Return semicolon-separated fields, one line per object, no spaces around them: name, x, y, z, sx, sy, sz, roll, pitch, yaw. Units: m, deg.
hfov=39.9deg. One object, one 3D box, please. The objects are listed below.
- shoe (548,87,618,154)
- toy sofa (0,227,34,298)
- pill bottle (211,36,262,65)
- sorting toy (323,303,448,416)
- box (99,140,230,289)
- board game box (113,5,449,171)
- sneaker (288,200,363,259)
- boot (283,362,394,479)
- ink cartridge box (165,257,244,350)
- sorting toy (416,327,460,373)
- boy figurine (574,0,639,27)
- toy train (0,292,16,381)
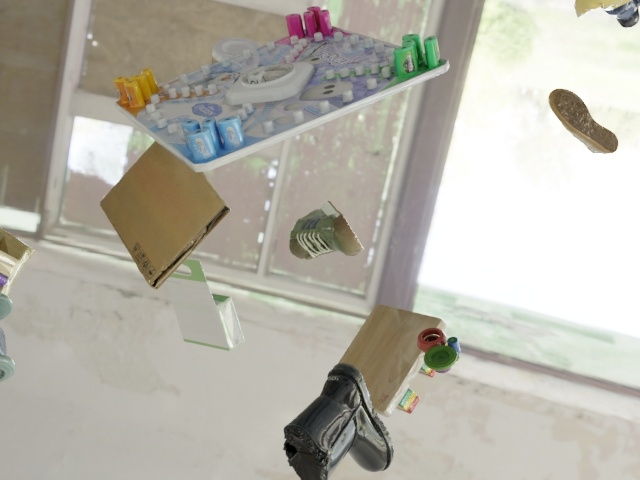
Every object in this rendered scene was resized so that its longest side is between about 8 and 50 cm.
shoe;0.572;-0.258;1.957;0.219;0.076;0.058;36;162;-24
toy sofa;-0.673;0.001;1.427;0.150;0.177;0.362;20;168;47
pill bottle;-0.153;-0.276;1.614;0.094;0.169;0.094;4;-140;-3
sorting toy;0.168;0.296;2.107;0.089;0.257;0.255;43;162;-28
box;-0.234;-0.051;1.305;0.021;0.164;0.201;33;-167;-51
board game box;-0.077;-0.244;1.294;0.390;0.050;0.390;-25;-150;-18
sneaker;0.000;0.000;1.207;0.086;0.064;0.192;-32;-166;-1
boot;0.030;0.373;1.583;0.094;0.246;0.207;-3;-151;35
ink cartridge box;-0.276;0.131;2.007;0.171;0.235;0.056;5;-153;43
sorting toy;0.186;0.176;1.360;0.061;0.042;0.102;-17;-149;0
boy figurine;0.549;-0.487;1.660;0.285;0.177;0.092;11;-129;-51
toy train;-0.504;0.099;1.107;0.190;0.334;0.142;-11;-120;-9
